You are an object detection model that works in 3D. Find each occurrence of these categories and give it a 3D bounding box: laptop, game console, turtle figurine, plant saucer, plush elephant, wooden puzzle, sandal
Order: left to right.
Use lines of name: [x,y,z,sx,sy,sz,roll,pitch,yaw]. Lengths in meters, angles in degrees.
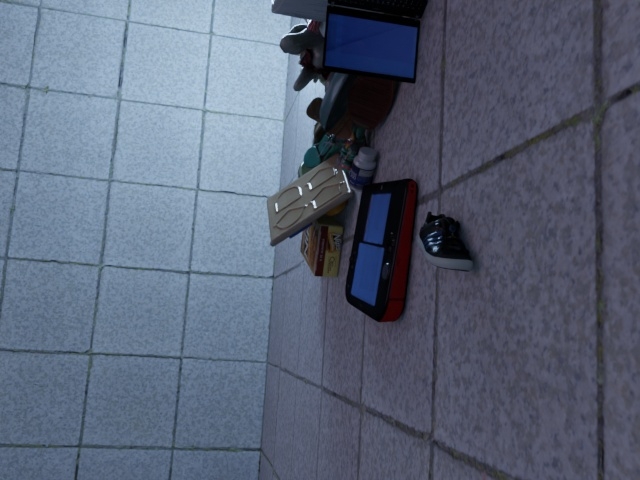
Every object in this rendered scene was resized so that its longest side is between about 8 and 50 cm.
wooden puzzle: [-0.035,-0.134,2.090,0.080,0.322,0.347,51,-165,-28]
plush elephant: [-0.010,-0.626,2.115,0.329,0.272,0.255,-59,13,-29]
sandal: [-0.003,-0.213,2.288,0.086,0.120,0.302,-59,30,27]
plant saucer: [0.080,-0.460,1.739,0.317,0.044,0.317,-59,-4,-7]
turtle figurine: [0.087,-0.295,1.828,0.175,0.118,0.234,30,100,61]
game console: [0.144,0.017,1.554,0.386,0.060,0.341,-164,79,-78]
laptop: [0.140,-0.517,1.376,0.264,0.235,0.136,111,160,-51]

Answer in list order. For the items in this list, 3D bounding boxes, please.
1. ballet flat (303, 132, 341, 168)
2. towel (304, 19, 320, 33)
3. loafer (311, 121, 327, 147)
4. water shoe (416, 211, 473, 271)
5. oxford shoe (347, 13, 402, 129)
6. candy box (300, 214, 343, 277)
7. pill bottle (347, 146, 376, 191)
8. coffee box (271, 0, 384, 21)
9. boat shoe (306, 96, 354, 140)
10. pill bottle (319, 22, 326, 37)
ballet flat: [0.021,-0.328,2.222,0.247,0.087,0.083,-32,73,62]
towel: [-0.018,-0.824,1.932,0.329,0.037,0.236,-105,27,-53]
loafer: [0.019,-0.410,2.240,0.268,0.102,0.091,131,141,-67]
water shoe: [0.227,-0.003,1.126,0.203,0.073,0.080,-123,42,-71]
oxford shoe: [0.163,-0.448,1.624,0.130,0.123,0.348,-60,-7,-37]
candy box: [0.000,0.000,2.183,0.316,0.088,0.182,-128,45,-72]
pill bottle: [0.122,-0.204,1.737,0.067,0.067,0.120,-99,18,-49]
coffee box: [0.069,-0.779,1.578,0.338,0.338,0.333,-159,75,-79]
boat shoe: [0.060,-0.387,1.995,0.104,0.089,0.285,-51,45,10]
pill bottle: [0.080,-0.730,1.924,0.169,0.170,0.301,128,146,-69]
